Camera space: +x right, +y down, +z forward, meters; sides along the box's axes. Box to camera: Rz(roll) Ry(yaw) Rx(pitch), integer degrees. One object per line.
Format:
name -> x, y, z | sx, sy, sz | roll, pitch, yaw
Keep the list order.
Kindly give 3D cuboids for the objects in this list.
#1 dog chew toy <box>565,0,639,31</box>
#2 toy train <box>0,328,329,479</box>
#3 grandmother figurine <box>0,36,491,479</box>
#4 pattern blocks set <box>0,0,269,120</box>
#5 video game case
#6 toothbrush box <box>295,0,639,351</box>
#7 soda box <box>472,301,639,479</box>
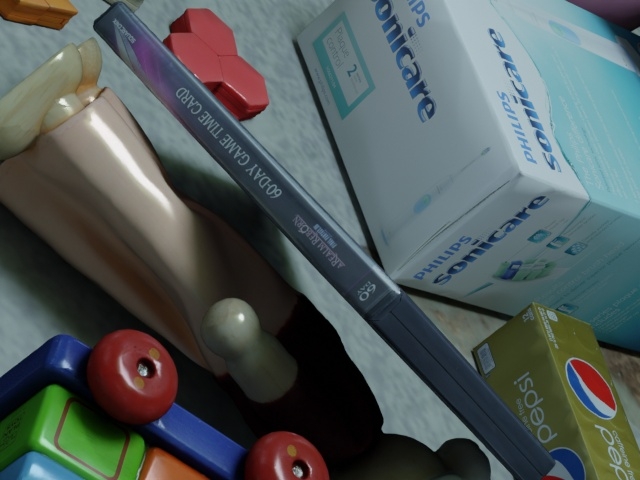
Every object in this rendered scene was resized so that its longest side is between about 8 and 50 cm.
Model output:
dog chew toy -> 0.140, -0.298, 1.483 | 0.332, 0.206, 0.206 | 31, 34, -15
toy train -> -0.048, 0.161, 0.818 | 0.248, 0.105, 0.143 | 36, 43, -22
grandmother figurine -> -0.035, 0.051, 0.956 | 0.342, 0.104, 0.208 | 49, 16, -5
pattern blocks set -> -0.168, -0.227, 1.161 | 0.325, 0.026, 0.285 | 26, 37, -33
video game case -> 0.000, 0.000, 0.967 | 0.274, 0.026, 0.196 | 48, 0, 41
toothbrush box -> 0.152, -0.060, 1.289 | 0.295, 0.126, 0.216 | 16, 43, -44
soda box -> 0.157, 0.131, 1.149 | 0.061, 0.058, 0.181 | 20, 41, -40
